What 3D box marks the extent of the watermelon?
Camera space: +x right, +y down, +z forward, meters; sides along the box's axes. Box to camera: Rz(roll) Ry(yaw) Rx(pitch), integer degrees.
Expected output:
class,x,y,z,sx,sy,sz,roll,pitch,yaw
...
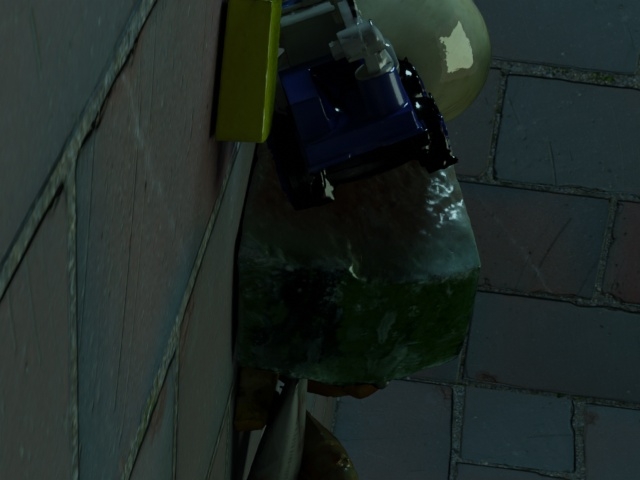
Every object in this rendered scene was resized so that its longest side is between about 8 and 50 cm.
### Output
class,x,y,z,sx,sy,sz,roll,pitch,yaw
watermelon,0.030,-0.002,1.739,0.151,0.264,0.302,128,-39,-71

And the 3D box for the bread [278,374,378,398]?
class,x,y,z,sx,sy,sz,roll,pitch,yaw
bread,0.027,0.084,1.964,0.288,0.204,0.156,99,-4,-58

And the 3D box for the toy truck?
class,x,y,z,sx,sy,sz,roll,pitch,yaw
toy truck,0.017,-0.140,1.465,0.213,0.161,0.177,-110,-179,-63

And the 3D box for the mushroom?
class,x,y,z,sx,sy,sz,roll,pitch,yaw
mushroom,0.042,-0.205,1.682,0.234,0.254,0.260,-42,-154,8

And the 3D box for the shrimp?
class,x,y,z,sx,sy,sz,roll,pitch,yaw
shrimp,-0.022,0.279,1.988,0.294,0.062,0.154,-120,-138,-51

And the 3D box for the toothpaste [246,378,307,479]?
class,x,y,z,sx,sy,sz,roll,pitch,yaw
toothpaste,-0.049,0.257,1.899,0.100,0.066,0.323,-74,178,-55

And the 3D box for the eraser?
class,x,y,z,sx,sy,sz,roll,pitch,yaw
eraser,-0.061,-0.151,1.391,0.097,0.045,0.122,-72,167,-76

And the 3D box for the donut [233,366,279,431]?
class,x,y,z,sx,sy,sz,roll,pitch,yaw
donut,-0.072,0.166,1.861,0.097,0.043,0.108,-71,172,-70
